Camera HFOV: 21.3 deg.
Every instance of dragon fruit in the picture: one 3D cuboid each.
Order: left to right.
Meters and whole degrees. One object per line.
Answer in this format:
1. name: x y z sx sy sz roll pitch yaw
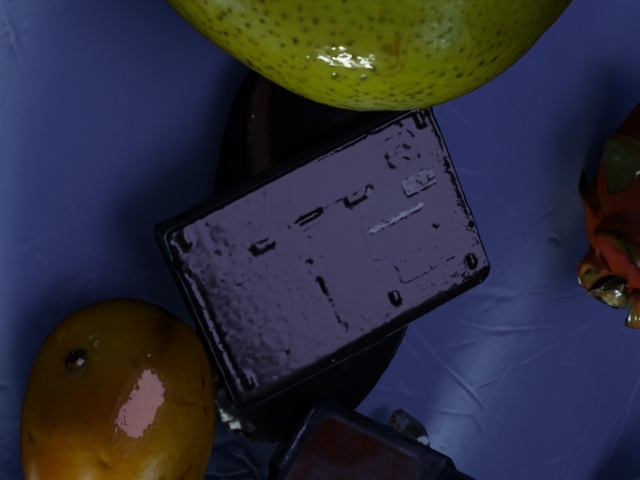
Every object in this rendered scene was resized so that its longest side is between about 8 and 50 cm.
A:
1. dragon fruit: 0.338 -0.029 1.532 0.224 0.224 0.227 -5 112 -49

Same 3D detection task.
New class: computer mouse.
1. computer mouse: 0.003 0.001 1.230 0.183 0.116 0.323 -4 109 -42

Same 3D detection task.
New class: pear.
1. pear: 0.025 -0.218 1.043 0.294 0.294 0.294 -23 122 -43

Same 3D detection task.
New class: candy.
1. candy: 0.020 0.167 1.375 0.182 0.046 0.053 -1 109 -44

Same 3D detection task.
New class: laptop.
1. laptop: 0.008 0.011 1.149 0.207 0.026 0.154 -27 112 -11

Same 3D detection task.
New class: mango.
1. mango: -0.129 0.140 1.132 0.145 0.112 0.219 -37 134 -42

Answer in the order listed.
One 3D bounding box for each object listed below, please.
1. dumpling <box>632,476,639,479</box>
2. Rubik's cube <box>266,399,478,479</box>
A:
1. dumpling: 0.369 0.398 1.782 0.212 0.270 0.320 42 47 -72
2. Rubik's cube: 0.095 0.372 1.233 0.362 0.359 0.363 -58 157 -14
